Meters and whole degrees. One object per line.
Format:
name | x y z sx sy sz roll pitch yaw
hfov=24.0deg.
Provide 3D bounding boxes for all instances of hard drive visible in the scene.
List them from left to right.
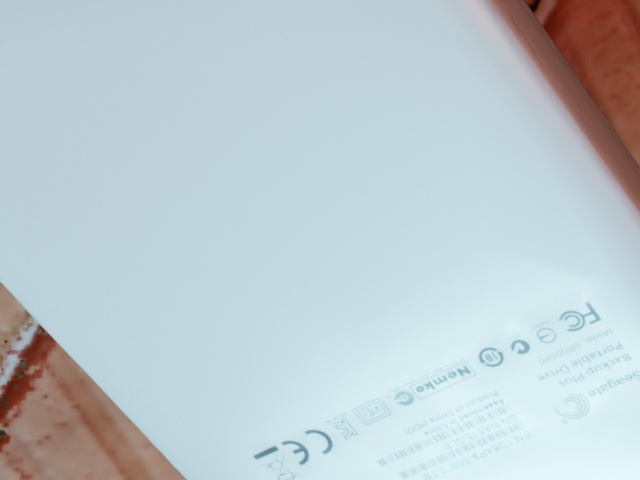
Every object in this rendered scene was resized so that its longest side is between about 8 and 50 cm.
hard drive | 0.000 0.000 0.580 0.233 0.047 0.353 -28 115 26
